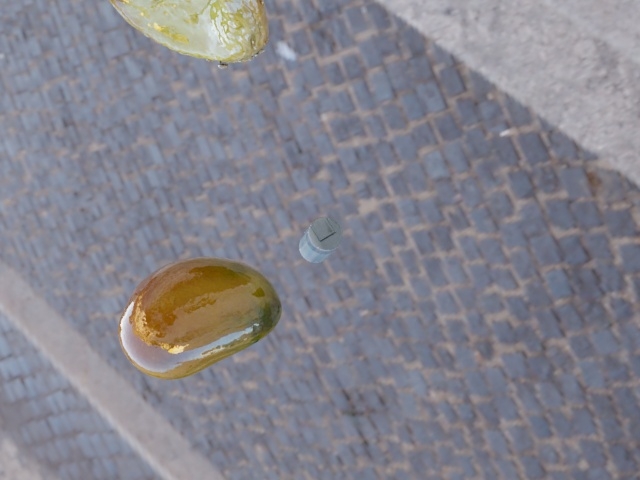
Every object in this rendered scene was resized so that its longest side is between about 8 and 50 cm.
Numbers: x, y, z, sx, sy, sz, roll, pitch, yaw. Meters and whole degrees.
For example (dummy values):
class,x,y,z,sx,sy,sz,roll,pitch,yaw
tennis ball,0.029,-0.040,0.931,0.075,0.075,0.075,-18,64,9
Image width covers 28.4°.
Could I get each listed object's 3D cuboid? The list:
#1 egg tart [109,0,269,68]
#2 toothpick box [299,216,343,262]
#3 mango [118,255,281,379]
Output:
class,x,y,z,sx,sy,sz,roll,pitch,yaw
egg tart,-0.197,-0.395,1.875,0.315,0.120,0.315,23,153,13
toothpick box,0.000,0.000,1.847,0.052,0.052,0.083,59,163,6
mango,-0.193,0.110,1.958,0.139,0.255,0.175,67,177,-78
